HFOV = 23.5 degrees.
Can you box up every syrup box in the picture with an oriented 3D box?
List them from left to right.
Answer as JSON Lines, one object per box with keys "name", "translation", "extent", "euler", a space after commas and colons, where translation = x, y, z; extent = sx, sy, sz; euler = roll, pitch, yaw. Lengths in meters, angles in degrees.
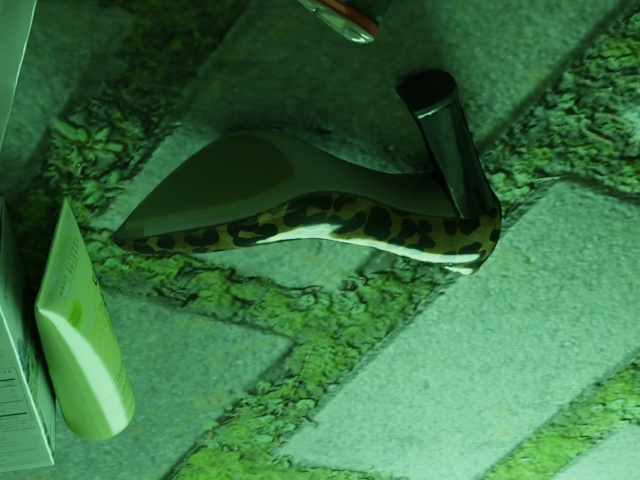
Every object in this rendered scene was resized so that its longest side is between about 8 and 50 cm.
{"name": "syrup box", "translation": [-0.263, 0.077, 1.153], "extent": [0.096, 0.093, 0.237], "euler": [-6, 142, -1]}

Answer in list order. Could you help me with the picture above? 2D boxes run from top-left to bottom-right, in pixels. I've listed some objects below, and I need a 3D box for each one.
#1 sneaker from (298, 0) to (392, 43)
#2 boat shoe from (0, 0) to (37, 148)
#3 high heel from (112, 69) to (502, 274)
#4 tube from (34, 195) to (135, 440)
{"name": "sneaker", "translation": [-0.012, -0.180, 0.915], "extent": [0.158, 0.061, 0.065], "euler": [30, 102, -39]}
{"name": "boat shoe", "translation": [-0.226, -0.113, 0.934], "extent": [0.084, 0.095, 0.258], "euler": [11, 128, -16]}
{"name": "high heel", "translation": [0.000, 0.000, 1.095], "extent": [0.261, 0.093, 0.186], "euler": [-21, 135, 3]}
{"name": "tube", "translation": [-0.185, 0.074, 1.174], "extent": [0.062, 0.070, 0.240], "euler": [-30, 149, -18]}
